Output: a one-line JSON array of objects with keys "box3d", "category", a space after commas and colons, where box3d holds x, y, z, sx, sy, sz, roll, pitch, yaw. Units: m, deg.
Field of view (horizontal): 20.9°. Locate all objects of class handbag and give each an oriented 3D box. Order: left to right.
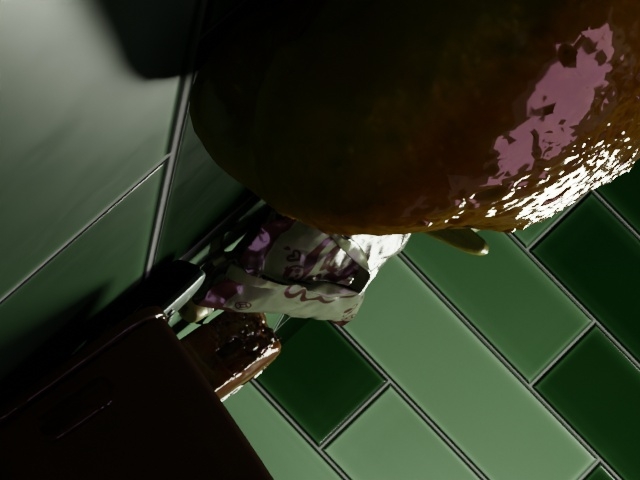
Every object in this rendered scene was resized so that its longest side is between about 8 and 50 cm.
[{"box3d": [0.000, 0.000, 1.836, 0.235, 0.127, 0.213, 10, 127, -45], "category": "handbag"}]

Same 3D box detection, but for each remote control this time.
[{"box3d": [-0.200, 0.096, 1.677, 0.222, 0.042, 0.072, -41, 172, -21], "category": "remote control"}]

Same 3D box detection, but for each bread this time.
[{"box3d": [0.113, -0.129, 1.147, 0.361, 0.250, 0.394, -47, 173, 22], "category": "bread"}]

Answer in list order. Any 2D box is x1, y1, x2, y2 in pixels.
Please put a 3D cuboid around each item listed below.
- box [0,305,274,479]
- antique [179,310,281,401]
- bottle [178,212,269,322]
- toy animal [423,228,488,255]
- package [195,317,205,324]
[{"box3d": [-0.183, 0.259, 1.646, 0.239, 0.229, 0.339, -34, 164, -15], "category": "box"}, {"box3d": [-0.175, 0.177, 2.126, 0.310, 0.087, 0.093, -33, 168, -38], "category": "antique"}, {"box3d": [-0.056, 0.015, 1.933, 0.270, 0.083, 0.083, -32, 169, -34], "category": "bottle"}, {"box3d": [0.139, -0.071, 2.142, 0.363, 0.180, 0.181, -45, 137, -76], "category": "toy animal"}, {"box3d": [-0.094, 0.045, 2.160, 0.173, 0.027, 0.171, -41, 178, -2], "category": "package"}]
